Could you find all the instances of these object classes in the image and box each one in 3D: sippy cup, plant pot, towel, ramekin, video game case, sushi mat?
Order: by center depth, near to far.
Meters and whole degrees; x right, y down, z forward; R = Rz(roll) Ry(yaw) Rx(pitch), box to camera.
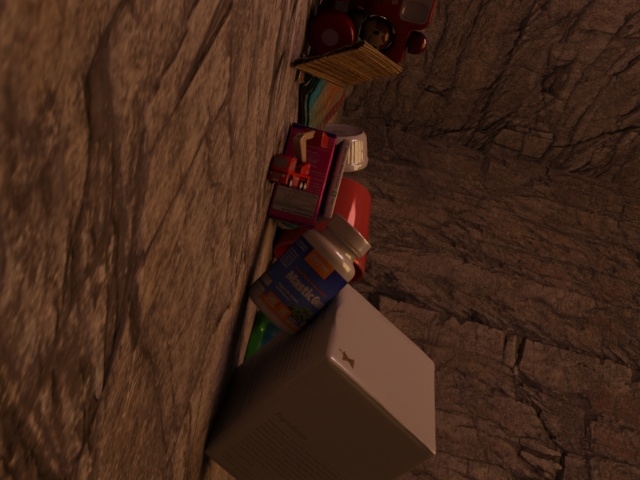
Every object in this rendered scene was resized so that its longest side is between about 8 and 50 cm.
[{"bbox_3d":[0.065,-0.360,1.379,0.316,0.151,0.019,-13,94,-70],"label":"sushi mat"},{"bbox_3d":[0.019,-0.142,1.656,0.212,0.023,0.193,176,-70,-79],"label":"video game case"},{"bbox_3d":[0.030,-0.396,1.709,0.271,0.040,0.370,-54,173,-16],"label":"towel"},{"bbox_3d":[0.026,-0.039,1.911,0.275,0.275,0.243,101,6,-69],"label":"plant pot"},{"bbox_3d":[-0.096,0.337,1.938,0.305,0.224,0.240,97,6,-75],"label":"sippy cup"},{"bbox_3d":[0.053,-0.301,2.120,0.207,0.207,0.109,-73,168,-66],"label":"ramekin"}]

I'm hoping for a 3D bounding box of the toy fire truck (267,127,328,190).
[{"bbox_3d":[-0.045,-0.177,1.411,0.192,0.047,0.135,0,104,-72],"label":"toy fire truck"}]

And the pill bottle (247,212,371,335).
[{"bbox_3d":[-0.019,0.071,1.499,0.272,0.152,0.152,-45,179,0],"label":"pill bottle"}]

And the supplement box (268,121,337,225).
[{"bbox_3d":[-0.041,-0.146,1.557,0.111,0.114,0.220,103,3,-86],"label":"supplement box"}]

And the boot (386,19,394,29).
[{"bbox_3d":[0.212,-0.904,1.966,0.367,0.146,0.445,-73,167,-44],"label":"boot"}]

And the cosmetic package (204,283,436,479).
[{"bbox_3d":[0.012,0.379,1.529,0.393,0.327,0.329,-41,-167,24],"label":"cosmetic package"}]

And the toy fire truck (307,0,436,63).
[{"bbox_3d":[0.118,-0.497,1.412,0.169,0.254,0.302,-74,178,-53],"label":"toy fire truck"}]

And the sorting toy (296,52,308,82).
[{"bbox_3d":[-0.037,-0.370,1.424,0.083,0.012,0.062,-61,161,-72],"label":"sorting toy"}]

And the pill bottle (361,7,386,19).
[{"bbox_3d":[0.123,-0.657,1.642,0.318,0.176,0.176,100,4,-75],"label":"pill bottle"}]

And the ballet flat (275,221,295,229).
[{"bbox_3d":[-0.074,-0.074,1.738,0.087,0.083,0.247,-55,-174,25],"label":"ballet flat"}]
